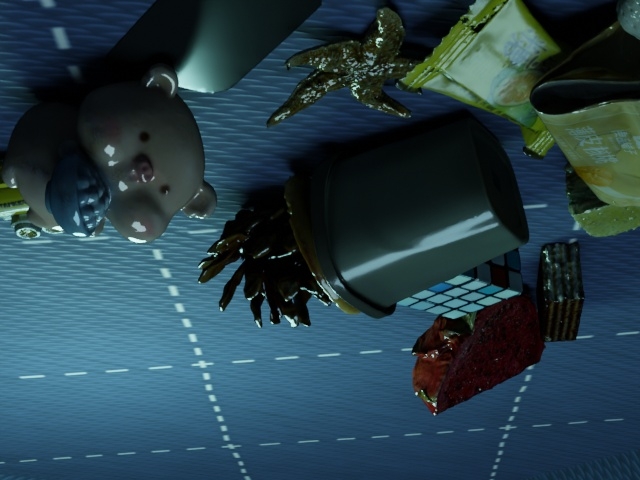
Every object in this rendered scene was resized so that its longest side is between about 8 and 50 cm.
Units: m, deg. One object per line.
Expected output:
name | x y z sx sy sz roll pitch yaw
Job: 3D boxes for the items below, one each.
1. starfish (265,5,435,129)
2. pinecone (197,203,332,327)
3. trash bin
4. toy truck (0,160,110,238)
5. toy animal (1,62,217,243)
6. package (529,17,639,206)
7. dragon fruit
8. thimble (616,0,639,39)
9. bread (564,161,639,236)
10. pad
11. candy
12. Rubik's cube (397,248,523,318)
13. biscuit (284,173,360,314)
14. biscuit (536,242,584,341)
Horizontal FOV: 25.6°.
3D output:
starfish | 0.056 -0.212 1.743 0.277 0.062 0.236 -14 156 3
pinecone | -0.064 0.039 2.163 0.229 0.202 0.201 -35 103 20
trash bin | 0.143 -0.039 1.991 0.250 0.219 0.220 -21 154 23
toy truck | -0.365 -0.075 1.966 0.227 0.098 0.114 -8 152 14
toy animal | -0.273 -0.097 1.797 0.229 0.210 0.221 -34 -153 -25
package | 0.424 -0.136 1.763 0.221 0.165 0.311 -38 148 7
dragon fruit | 0.273 0.163 2.610 0.317 0.205 0.152 -18 -144 -40
thimble | 0.402 -0.276 1.593 0.115 0.102 0.090 13 159 -4
bread | 0.464 -0.082 2.076 0.196 0.102 0.138 -17 157 22
pad | -0.133 -0.250 1.699 0.181 0.004 0.267 11 153 -31
candy | 0.247 -0.203 1.752 0.297 0.081 0.187 16 127 -43
Rubik's cube | 0.210 0.022 2.227 0.155 0.151 0.154 14 153 -39
biscuit | 0.001 -0.001 2.024 0.033 0.224 0.144 -27 168 16
biscuit | 0.422 0.094 2.490 0.070 0.106 0.252 -4 157 5
